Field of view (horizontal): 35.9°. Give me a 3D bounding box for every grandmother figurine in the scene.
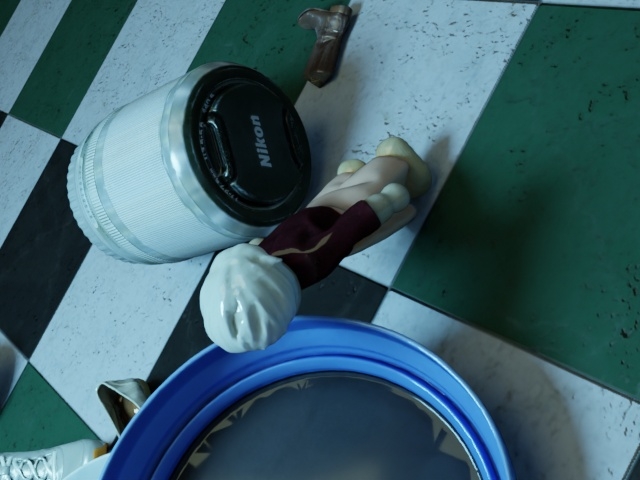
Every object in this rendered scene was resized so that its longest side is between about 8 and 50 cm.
[{"bbox_3d":[0.000,0.000,0.963,0.208,0.104,0.342,-36,4,39],"label":"grandmother figurine"}]

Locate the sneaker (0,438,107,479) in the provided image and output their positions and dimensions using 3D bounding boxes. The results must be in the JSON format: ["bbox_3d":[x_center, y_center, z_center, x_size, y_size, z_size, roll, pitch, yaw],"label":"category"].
[{"bbox_3d":[-0.392,0.322,1.322,0.262,0.121,0.099,-29,46,34],"label":"sneaker"}]

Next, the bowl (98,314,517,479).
[{"bbox_3d":[-0.018,0.256,0.850,0.391,0.077,0.391,-10,59,17],"label":"bowl"}]

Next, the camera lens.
[{"bbox_3d":[-0.165,-0.090,1.257,0.274,0.219,0.219,-15,55,43],"label":"camera lens"}]

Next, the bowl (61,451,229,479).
[{"bbox_3d":[-0.165,0.366,0.977,0.298,0.134,0.297,-11,58,18],"label":"bowl"}]

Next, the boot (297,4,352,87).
[{"bbox_3d":[-0.009,-0.262,1.352,0.106,0.037,0.114,0,70,52],"label":"boot"}]

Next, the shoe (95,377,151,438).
[{"bbox_3d":[-0.221,0.244,1.221,0.076,0.058,0.219,-55,42,9],"label":"shoe"}]
